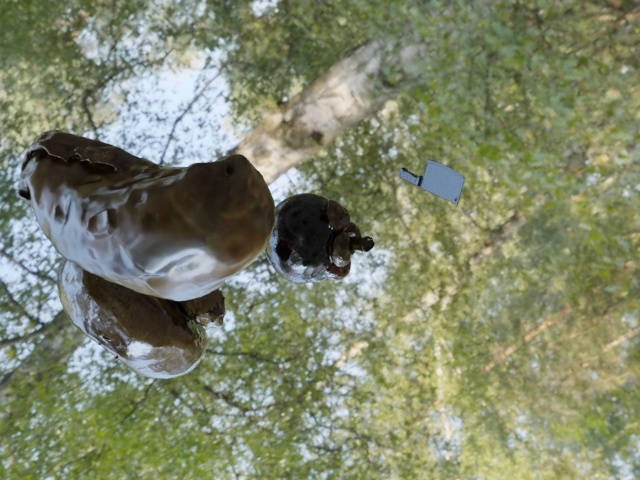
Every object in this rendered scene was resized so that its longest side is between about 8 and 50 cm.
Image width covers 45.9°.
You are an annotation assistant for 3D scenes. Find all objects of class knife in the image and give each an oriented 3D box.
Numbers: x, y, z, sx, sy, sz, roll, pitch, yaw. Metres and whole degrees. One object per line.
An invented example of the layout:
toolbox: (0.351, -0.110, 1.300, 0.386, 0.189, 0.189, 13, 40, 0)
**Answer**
knife: (0.247, -0.143, 1.687, 0.019, 0.072, 0.245, 9, -167, -28)

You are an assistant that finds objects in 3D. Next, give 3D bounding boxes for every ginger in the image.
ginger: (-0.193, -0.020, 0.801, 0.165, 0.321, 0.173, -34, -52, -54)

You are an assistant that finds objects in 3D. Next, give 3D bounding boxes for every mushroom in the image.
mushroom: (-0.360, 0.129, 1.454, 0.239, 0.345, 0.345, -41, -84, -32)

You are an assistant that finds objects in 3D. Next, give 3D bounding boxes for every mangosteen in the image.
mangosteen: (0.000, 0.000, 1.664, 0.211, 0.249, 0.212, 5, -90, -71)
